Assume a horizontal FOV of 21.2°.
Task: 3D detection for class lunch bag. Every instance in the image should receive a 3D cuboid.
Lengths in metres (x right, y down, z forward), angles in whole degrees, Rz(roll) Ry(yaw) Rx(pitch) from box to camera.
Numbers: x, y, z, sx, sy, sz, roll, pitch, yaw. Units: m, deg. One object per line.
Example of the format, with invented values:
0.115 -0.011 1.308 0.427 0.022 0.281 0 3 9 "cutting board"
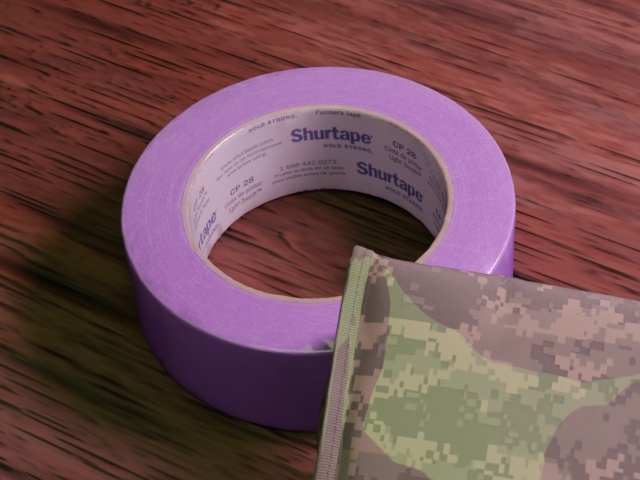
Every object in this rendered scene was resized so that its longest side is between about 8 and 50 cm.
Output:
0.104 0.176 0.979 0.235 0.169 0.287 10 68 4 "lunch bag"

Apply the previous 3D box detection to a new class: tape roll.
0.000 0.000 1.217 0.275 0.090 0.275 -3 48 3 "tape roll"
